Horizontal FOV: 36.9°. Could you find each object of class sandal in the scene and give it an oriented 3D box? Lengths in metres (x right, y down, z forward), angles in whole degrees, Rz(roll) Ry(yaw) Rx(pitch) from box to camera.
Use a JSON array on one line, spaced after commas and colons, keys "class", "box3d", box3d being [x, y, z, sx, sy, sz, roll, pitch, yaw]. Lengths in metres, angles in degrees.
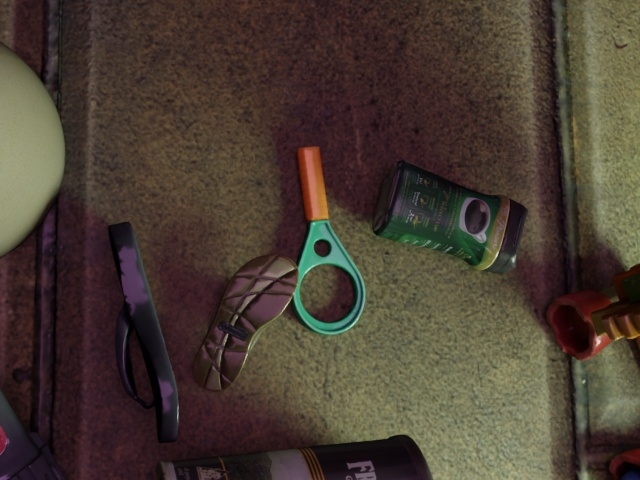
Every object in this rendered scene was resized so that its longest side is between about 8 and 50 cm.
[{"class": "sandal", "box3d": [-0.091, 0.093, 1.126, 0.072, 0.049, 0.180, 30, 90, -2]}, {"class": "sandal", "box3d": [-0.209, 0.107, 1.073, 0.054, 0.097, 0.255, -14, 75, -16]}]

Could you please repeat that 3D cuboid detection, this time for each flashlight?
[{"class": "flashlight", "box3d": [-0.381, 0.166, 0.990, 0.103, 0.103, 0.304, -27, 99, 1]}]

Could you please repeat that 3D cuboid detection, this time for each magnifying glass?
[{"class": "magnifying glass", "box3d": [0.000, 0.000, 1.171, 0.092, 0.026, 0.231, -6, 82, -15]}]

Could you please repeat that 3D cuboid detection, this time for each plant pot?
[{"class": "plant pot", "box3d": [-0.415, -0.116, 1.001, 0.283, 0.191, 0.284, 2, 80, -13]}]

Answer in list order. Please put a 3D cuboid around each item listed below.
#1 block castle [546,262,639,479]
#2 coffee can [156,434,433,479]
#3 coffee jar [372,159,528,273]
[{"class": "block castle", "box3d": [0.455, 0.155, 1.041, 0.212, 0.453, 0.303, -21, 88, -24]}, {"class": "coffee can", "box3d": [-0.029, 0.323, 1.023, 0.275, 0.201, 0.202, -3, 82, -14]}, {"class": "coffee jar", "box3d": [0.163, -0.026, 1.186, 0.184, 0.079, 0.096, 19, 74, -9]}]
